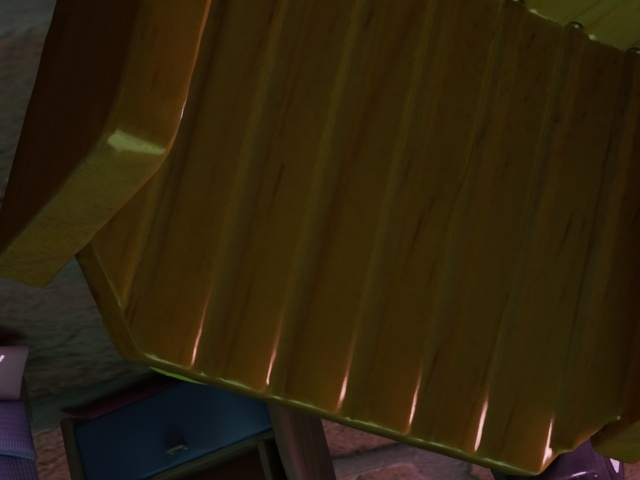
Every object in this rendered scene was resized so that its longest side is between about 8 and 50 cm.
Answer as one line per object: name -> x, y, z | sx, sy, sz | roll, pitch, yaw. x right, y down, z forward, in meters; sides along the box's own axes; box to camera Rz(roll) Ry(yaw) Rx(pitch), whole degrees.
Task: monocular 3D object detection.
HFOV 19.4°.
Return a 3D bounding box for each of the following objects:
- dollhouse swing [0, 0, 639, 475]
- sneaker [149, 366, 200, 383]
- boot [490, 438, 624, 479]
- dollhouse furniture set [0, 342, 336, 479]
dollhouse swing -> 0.108, -0.081, 0.755 | 0.346, 0.315, 0.305 | 20, 166, -26
sneaker -> 0.000, 0.000, 1.176 | 0.295, 0.109, 0.123 | -22, 126, 26
boot -> 0.144, 0.149, 1.330 | 0.118, 0.223, 0.338 | -27, 146, 31
dollhouse furniture set -> -0.146, 0.190, 1.259 | 0.198, 0.286, 0.303 | -25, 159, 26
